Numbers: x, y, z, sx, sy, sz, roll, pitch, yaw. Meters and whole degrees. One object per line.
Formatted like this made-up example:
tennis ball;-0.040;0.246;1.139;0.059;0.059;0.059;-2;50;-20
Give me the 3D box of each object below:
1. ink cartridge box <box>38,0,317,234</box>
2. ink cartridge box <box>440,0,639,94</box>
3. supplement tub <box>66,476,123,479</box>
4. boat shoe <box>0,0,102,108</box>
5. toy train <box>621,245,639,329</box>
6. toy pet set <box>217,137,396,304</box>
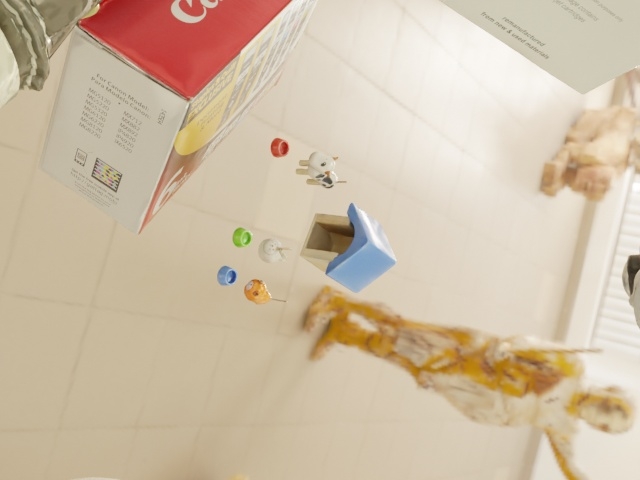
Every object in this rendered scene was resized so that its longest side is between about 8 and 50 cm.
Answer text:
ink cartridge box;-0.120;-0.205;0.972;0.309;0.130;0.272;-55;179;-42
ink cartridge box;0.138;-0.172;0.401;0.127;0.176;0.128;23;54;-36
supplement tub;-0.214;0.368;0.869;0.191;0.191;0.272;-33;145;-53
boat shoe;-0.218;-0.144;0.478;0.091;0.305;0.109;-45;140;-25
toy train;0.457;0.035;0.913;0.190;0.334;0.142;-35;119;-67
toy pet set;0.000;0.000;0.733;0.114;0.065;0.122;35;70;-46
